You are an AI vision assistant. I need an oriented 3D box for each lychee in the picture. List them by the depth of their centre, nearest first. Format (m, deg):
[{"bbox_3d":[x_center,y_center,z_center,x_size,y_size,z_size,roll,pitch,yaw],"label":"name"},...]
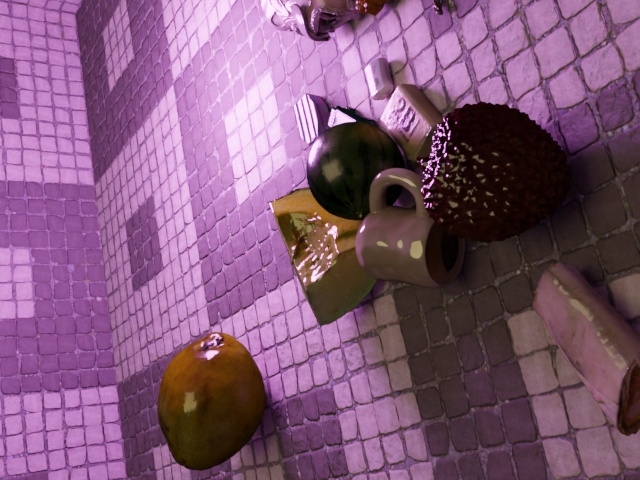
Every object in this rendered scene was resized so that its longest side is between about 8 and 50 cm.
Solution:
[{"bbox_3d":[0.323,-0.125,1.454,0.304,0.276,0.275,11,99,29],"label":"lychee"}]

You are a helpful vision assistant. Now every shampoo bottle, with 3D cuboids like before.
[{"bbox_3d":[0.148,-0.399,1.903,0.072,0.043,0.099,-31,64,51],"label":"shampoo bottle"}]

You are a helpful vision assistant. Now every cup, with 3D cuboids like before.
[{"bbox_3d":[0.177,-0.016,1.666,0.202,0.255,0.173,7,52,43],"label":"cup"}]

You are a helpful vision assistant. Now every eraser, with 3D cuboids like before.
[{"bbox_3d":[0.219,-0.275,1.785,0.117,0.058,0.172,-60,44,35],"label":"eraser"}]

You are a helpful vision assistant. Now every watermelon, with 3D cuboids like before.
[{"bbox_3d":[0.084,-0.165,1.817,0.242,0.242,0.242,-2,88,55],"label":"watermelon"}]

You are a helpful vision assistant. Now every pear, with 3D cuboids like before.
[{"bbox_3d":[-0.333,0.493,2.332,0.352,0.352,0.413,34,110,50],"label":"pear"}]

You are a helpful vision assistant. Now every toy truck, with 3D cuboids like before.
[{"bbox_3d":[0.078,-0.302,1.972,0.147,0.079,0.065,42,123,50],"label":"toy truck"}]

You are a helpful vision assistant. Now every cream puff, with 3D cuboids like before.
[{"bbox_3d":[0.136,-0.622,1.891,0.116,0.094,0.122,36,95,46],"label":"cream puff"}]

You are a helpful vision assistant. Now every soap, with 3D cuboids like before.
[{"bbox_3d":[-0.017,-0.337,2.128,0.100,0.056,0.149,-40,57,50],"label":"soap"}]

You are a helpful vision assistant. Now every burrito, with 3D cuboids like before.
[{"bbox_3d":[0.494,0.182,1.342,0.299,0.105,0.143,61,145,34],"label":"burrito"}]

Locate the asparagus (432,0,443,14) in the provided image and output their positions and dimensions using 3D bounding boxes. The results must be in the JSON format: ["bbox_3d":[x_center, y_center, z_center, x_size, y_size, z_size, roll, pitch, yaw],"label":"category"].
[{"bbox_3d":[0.253,-0.631,1.774,0.024,0.025,0.248,-22,70,37],"label":"asparagus"}]

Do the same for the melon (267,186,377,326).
[{"bbox_3d":[0.000,0.000,1.968,0.331,0.226,0.343,-62,32,30],"label":"melon"}]

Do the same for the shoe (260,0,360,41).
[{"bbox_3d":[-0.032,-0.634,2.057,0.351,0.172,0.198,-24,73,54],"label":"shoe"}]
